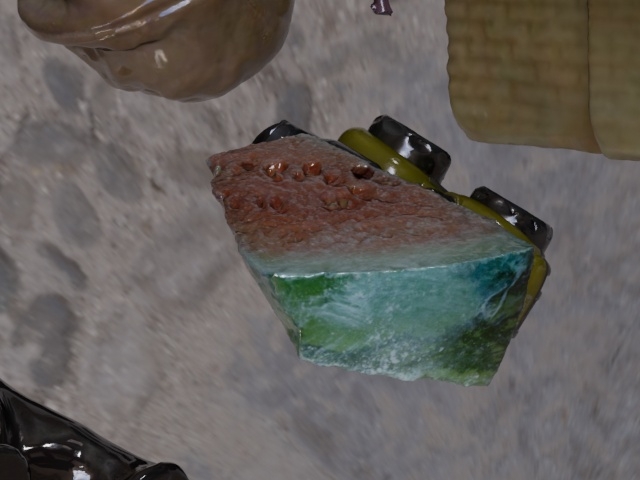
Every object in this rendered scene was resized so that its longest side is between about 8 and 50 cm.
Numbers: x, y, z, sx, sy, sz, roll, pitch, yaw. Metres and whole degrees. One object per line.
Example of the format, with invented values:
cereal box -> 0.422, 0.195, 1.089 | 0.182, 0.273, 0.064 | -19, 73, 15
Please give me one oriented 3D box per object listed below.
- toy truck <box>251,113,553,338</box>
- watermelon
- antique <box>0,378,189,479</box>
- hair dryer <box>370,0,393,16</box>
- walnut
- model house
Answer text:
toy truck -> 0.054, -0.006, 1.439 | 0.224, 0.165, 0.147 | 35, 95, 31
watermelon -> 0.000, 0.000, 1.100 | 0.154, 0.241, 0.094 | 0, 114, -23
antique -> -0.265, 0.136, 1.022 | 0.255, 0.322, 0.185 | 29, 101, 32
hair dryer -> 0.055, -0.270, 1.621 | 0.106, 0.054, 0.154 | 3, 100, -12
walnut -> -0.144, -0.244, 1.620 | 0.227, 0.273, 0.273 | -9, 75, -26
model house -> 0.306, -0.256, 1.598 | 0.382, 0.334, 0.343 | 7, 107, 46
